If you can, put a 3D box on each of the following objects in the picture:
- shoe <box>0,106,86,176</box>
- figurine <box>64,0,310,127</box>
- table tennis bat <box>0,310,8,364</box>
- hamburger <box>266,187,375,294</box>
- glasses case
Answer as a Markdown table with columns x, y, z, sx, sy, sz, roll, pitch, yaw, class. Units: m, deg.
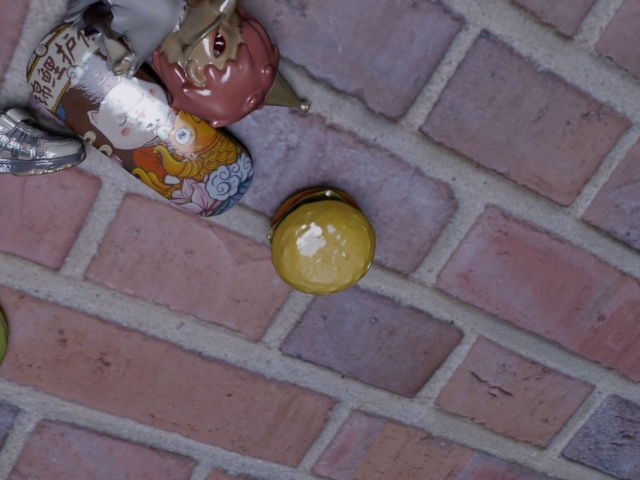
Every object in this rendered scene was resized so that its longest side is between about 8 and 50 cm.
| x | y | z | sx | sy | sz | roll | pitch | yaw | class |
| --- | --- | --- | --- | --- | --- | --- | --- | --- | --- |
| -0.402 | -0.133 | 0.882 | 0.180 | 0.089 | 0.092 | -4 | 106 | -10 | shoe |
| -0.149 | -0.242 | 0.807 | 0.387 | 0.207 | 0.166 | 30 | 128 | -33 | figurine |
| -0.559 | 0.086 | 0.988 | 0.224 | 0.054 | 0.368 | 20 | 117 | -18 | table tennis bat |
| 0.000 | 0.000 | 0.996 | 0.162 | 0.115 | 0.162 | -5 | 117 | -10 | hamburger |
| -0.230 | -0.152 | 0.896 | 0.321 | 0.082 | 0.122 | 38 | 108 | -24 | glasses case |
